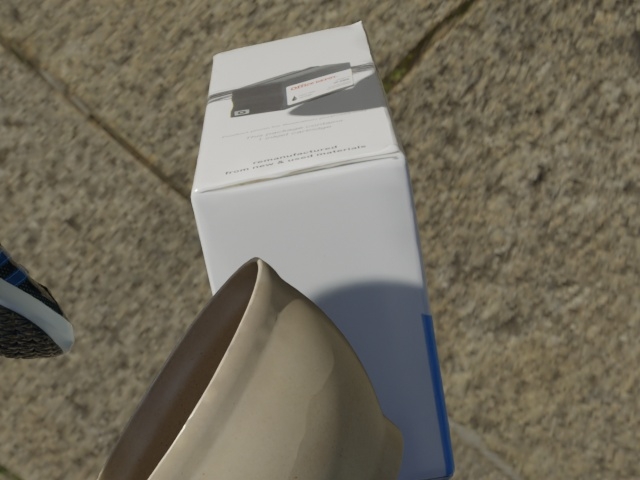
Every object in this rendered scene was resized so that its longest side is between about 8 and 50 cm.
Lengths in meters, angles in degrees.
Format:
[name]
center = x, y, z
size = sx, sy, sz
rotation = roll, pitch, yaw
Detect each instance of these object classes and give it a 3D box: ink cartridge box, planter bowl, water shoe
[ink cartridge box]
center = 0.000, 0.000, 0.870
size = 0.129, 0.307, 0.223
rotation = -11, 113, 2
[planter bowl]
center = -0.029, 0.104, 0.603
size = 0.109, 0.162, 0.162
rotation = 33, 128, -11
[water shoe]
center = -0.211, 0.005, 0.758
size = 0.073, 0.080, 0.203
rotation = -7, 148, 25
